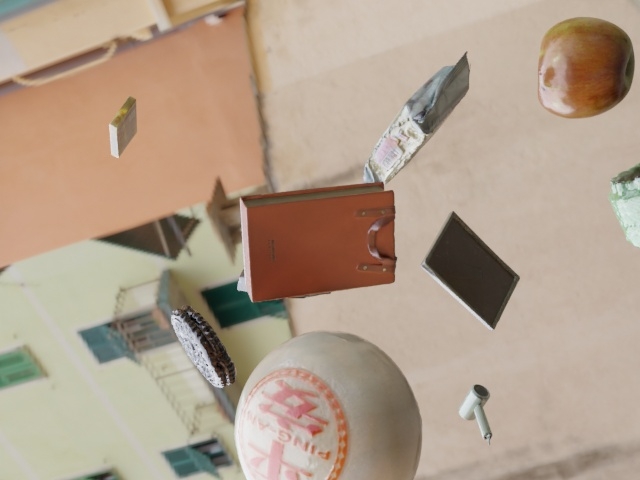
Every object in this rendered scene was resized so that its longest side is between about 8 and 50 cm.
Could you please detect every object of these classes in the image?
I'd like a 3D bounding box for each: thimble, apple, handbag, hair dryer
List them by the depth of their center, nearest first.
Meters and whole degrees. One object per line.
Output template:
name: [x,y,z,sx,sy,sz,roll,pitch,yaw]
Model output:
handbag: [0.000,0.000,1.200,0.063,0.190,0.127,-128,34,-65]
hair dryer: [0.286,0.321,1.730,0.124,0.038,0.063,-103,31,-52]
thimble: [0.663,-0.090,1.835,0.150,0.219,0.219,63,-166,-8]
apple: [0.504,-0.328,1.844,0.196,0.196,0.195,-17,-90,-78]

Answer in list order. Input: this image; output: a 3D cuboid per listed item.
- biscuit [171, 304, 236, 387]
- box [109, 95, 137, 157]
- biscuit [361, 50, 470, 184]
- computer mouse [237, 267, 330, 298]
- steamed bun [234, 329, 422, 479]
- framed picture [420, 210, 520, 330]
biscuit: [-0.237,0.215,1.958,0.194,0.053,0.194,48,158,26]
box: [-0.451,-0.258,2.215,0.089,0.022,0.156,-62,-2,-22]
biscuit: [0.175,-0.213,1.835,0.079,0.186,0.309,40,149,0]
computer mouse: [-0.059,0.057,1.687,0.231,0.126,0.071,0,-85,-62]
steamed bun: [-0.006,0.215,1.086,0.145,0.232,0.231,8,-117,-49]
framed picture: [0.376,0.075,2.389,0.260,0.023,0.189,42,-124,-14]
